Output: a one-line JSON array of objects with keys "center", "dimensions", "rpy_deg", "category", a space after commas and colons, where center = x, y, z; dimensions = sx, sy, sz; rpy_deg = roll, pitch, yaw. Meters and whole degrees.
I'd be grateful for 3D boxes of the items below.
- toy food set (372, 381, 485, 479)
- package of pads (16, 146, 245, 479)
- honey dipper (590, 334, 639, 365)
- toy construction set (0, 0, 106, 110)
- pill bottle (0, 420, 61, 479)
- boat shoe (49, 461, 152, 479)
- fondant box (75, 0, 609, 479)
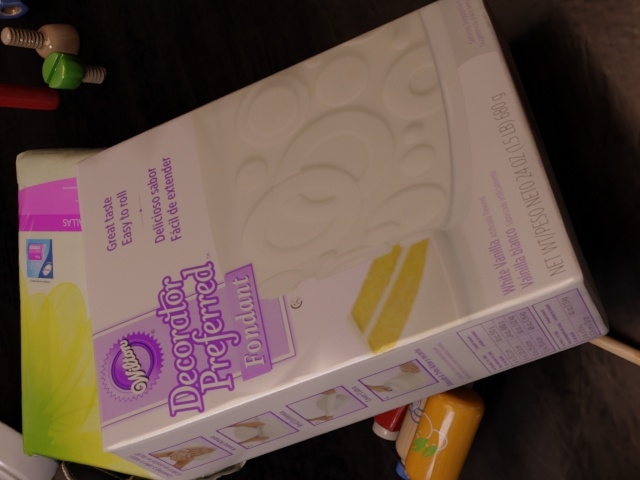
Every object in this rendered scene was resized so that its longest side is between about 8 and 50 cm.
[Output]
[{"center": [0.029, 0.111, 0.826], "dimensions": [0.232, 0.111, 0.104], "rpy_deg": [28, 109, 33], "category": "toy food set"}, {"center": [-0.171, 0.061, 0.980], "dimensions": [0.229, 0.101, 0.296], "rpy_deg": [1, 94, 38], "category": "package of pads"}, {"center": [0.214, 0.079, 0.742], "dimensions": [0.161, 0.030, 0.030], "rpy_deg": [26, 108, 28], "category": "honey dipper"}, {"center": [-0.317, -0.278, 0.985], "dimensions": [0.257, 0.237, 0.308], "rpy_deg": [9, 98, 36], "category": "toy construction set"}, {"center": [-0.390, 0.331, 1.017], "dimensions": [0.188, 0.188, 0.334], "rpy_deg": [7, 55, 36], "category": "pill bottle"}, {"center": [-0.158, 0.257, 0.997], "dimensions": [0.228, 0.081, 0.068], "rpy_deg": [27, 105, 25], "category": "boat shoe"}, {"center": [0.000, 0.000, 0.748], "dimensions": [0.330, 0.096, 0.238], "rpy_deg": [-22, 58, 16], "category": "fondant box"}]
